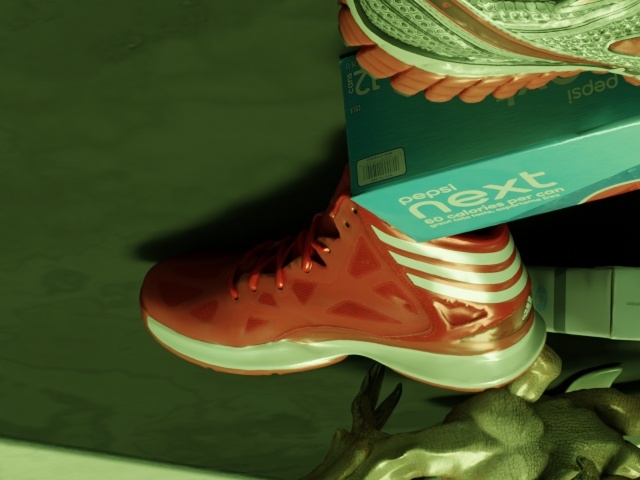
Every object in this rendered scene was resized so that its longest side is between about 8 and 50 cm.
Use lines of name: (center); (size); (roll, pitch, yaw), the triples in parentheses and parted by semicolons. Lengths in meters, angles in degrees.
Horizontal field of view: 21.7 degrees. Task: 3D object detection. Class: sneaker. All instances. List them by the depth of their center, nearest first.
sneaker: (0.119, -0.094, 0.569); (0.225, 0.088, 0.092); (-4, 158, -2)
sneaker: (0.000, 0.000, 0.841); (0.221, 0.087, 0.128); (2, 131, 20)

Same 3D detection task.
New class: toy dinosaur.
toy dinosaur: (0.128, 0.138, 1.087); (0.296, 0.127, 0.200); (19, 151, -29)

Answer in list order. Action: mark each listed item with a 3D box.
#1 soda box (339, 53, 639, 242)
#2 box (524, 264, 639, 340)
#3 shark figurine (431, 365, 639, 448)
soda box: (0.117, -0.061, 0.683); (0.210, 0.067, 0.071); (-14, 157, 24)
box: (0.171, 0.033, 0.895); (0.145, 0.038, 0.186); (3, 180, -21)
shark figurine: (0.239, 0.150, 1.200); (0.278, 0.116, 0.166); (-16, 158, 31)
